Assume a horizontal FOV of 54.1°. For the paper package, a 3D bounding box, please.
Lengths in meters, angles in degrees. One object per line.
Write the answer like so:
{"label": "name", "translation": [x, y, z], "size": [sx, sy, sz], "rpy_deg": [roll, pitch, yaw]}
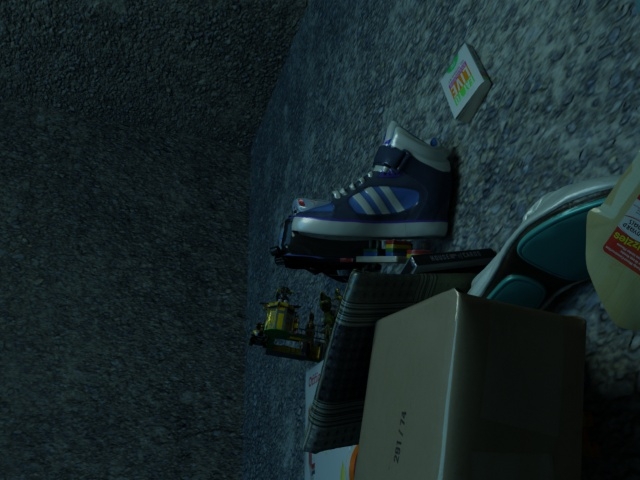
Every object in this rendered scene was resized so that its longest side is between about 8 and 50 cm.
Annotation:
{"label": "paper package", "translation": [0.164, 0.250, 0.777], "size": [0.309, 0.168, 0.324], "rpy_deg": [135, 146, -70]}

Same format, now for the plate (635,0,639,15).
{"label": "plate", "translation": [0.455, -0.354, 0.772], "size": [0.188, 0.024, 0.188], "rpy_deg": [-171, 90, -71]}

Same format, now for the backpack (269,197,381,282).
{"label": "backpack", "translation": [0.000, 0.000, 1.652], "size": [0.263, 0.277, 0.213], "rpy_deg": [138, 143, -73]}

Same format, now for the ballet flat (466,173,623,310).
{"label": "ballet flat", "translation": [0.316, 0.012, 0.889], "size": [0.400, 0.139, 0.139], "rpy_deg": [119, 153, -49]}

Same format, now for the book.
{"label": "book", "translation": [0.291, -0.317, 1.258], "size": [0.144, 0.035, 0.096], "rpy_deg": [-97, 28, -45]}

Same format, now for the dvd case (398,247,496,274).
{"label": "dvd case", "translation": [0.188, 0.106, 1.125], "size": [0.029, 0.179, 0.238], "rpy_deg": [64, 145, 34]}

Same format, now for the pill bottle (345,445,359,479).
{"label": "pill bottle", "translation": [0.158, 0.400, 1.071], "size": [0.221, 0.121, 0.121], "rpy_deg": [-13, 67, 45]}

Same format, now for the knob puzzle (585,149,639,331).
{"label": "knob puzzle", "translation": [0.383, 0.019, 0.690], "size": [0.213, 0.030, 0.213], "rpy_deg": [15, 112, 41]}

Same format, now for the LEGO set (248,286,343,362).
{"label": "LEGO set", "translation": [0.007, 0.173, 1.484], "size": [0.255, 0.331, 0.192], "rpy_deg": [95, -178, -62]}

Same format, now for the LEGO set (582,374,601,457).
{"label": "LEGO set", "translation": [0.304, 0.231, 0.845], "size": [0.093, 0.087, 0.227], "rpy_deg": [-33, 49, 47]}

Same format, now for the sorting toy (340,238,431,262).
{"label": "sorting toy", "translation": [0.158, 0.024, 1.274], "size": [0.274, 0.132, 0.046], "rpy_deg": [-3, 84, 58]}

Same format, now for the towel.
{"label": "towel", "translation": [0.134, 0.192, 1.042], "size": [0.056, 0.324, 0.312], "rpy_deg": [30, 110, 51]}

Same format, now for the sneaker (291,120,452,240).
{"label": "sneaker", "translation": [0.104, -0.121, 1.269], "size": [0.130, 0.323, 0.236], "rpy_deg": [96, 174, -86]}

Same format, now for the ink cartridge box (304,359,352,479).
{"label": "ink cartridge box", "translation": [0.078, 0.438, 1.329], "size": [0.279, 0.160, 0.384], "rpy_deg": [131, 144, -59]}
